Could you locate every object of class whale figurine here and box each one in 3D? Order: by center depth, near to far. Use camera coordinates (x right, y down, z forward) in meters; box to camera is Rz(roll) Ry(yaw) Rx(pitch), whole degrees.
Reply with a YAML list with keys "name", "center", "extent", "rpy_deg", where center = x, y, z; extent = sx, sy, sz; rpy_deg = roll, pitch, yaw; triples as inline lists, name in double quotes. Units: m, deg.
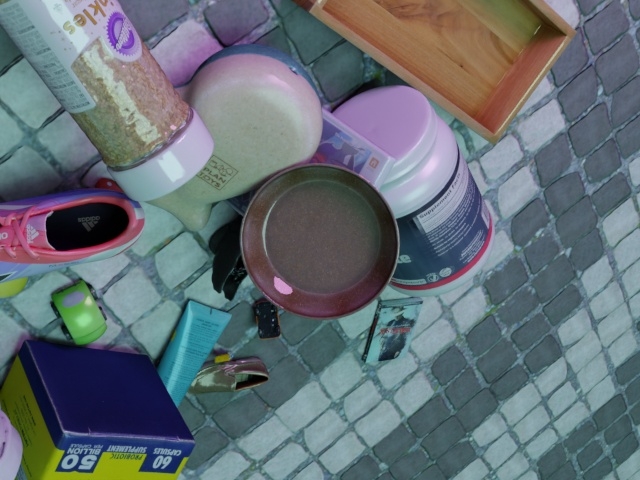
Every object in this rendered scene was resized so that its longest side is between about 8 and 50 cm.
- name: "whale figurine"
  center: [-0.116, -0.133, 1.276]
  extent: [0.216, 0.141, 0.272]
  rpy_deg: [32, 123, -22]

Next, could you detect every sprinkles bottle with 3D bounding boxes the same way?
- name: "sprinkles bottle"
  center: [-0.254, -0.208, 1.075]
  extent: [0.121, 0.121, 0.355]
  rpy_deg: [-37, 120, -7]

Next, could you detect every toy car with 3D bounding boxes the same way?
- name: "toy car"
  center: [-0.327, 0.058, 1.300]
  extent: [0.239, 0.053, 0.225]
  rpy_deg: [-28, 131, -15]
- name: "toy car"
  center: [-0.112, 0.136, 1.522]
  extent: [0.122, 0.060, 0.040]
  rpy_deg: [-26, 177, 5]

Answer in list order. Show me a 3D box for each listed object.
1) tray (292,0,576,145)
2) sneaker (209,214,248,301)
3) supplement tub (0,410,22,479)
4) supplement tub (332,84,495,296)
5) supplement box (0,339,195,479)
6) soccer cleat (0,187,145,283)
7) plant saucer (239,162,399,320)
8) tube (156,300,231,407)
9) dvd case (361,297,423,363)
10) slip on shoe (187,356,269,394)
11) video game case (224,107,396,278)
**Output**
- name: "tray"
  center: [0.163, -0.307, 1.366]
  extent: [0.411, 0.076, 0.203]
  rpy_deg: [27, 103, -41]
- name: "sneaker"
  center: [-0.094, -0.004, 1.388]
  extent: [0.170, 0.089, 0.051]
  rpy_deg: [-46, 134, 2]
- name: "supplement tub"
  center: [-0.497, 0.171, 1.072]
  extent: [0.235, 0.235, 0.325]
  rpy_deg: [-36, 123, -8]
- name: "supplement tub"
  center: [0.123, -0.065, 1.421]
  extent: [0.191, 0.191, 0.272]
  rpy_deg: [-39, 133, -5]
- name: "supplement box"
  center: [-0.355, 0.341, 1.367]
  extent: [0.194, 0.195, 0.356]
  rpy_deg: [13, 115, -39]
- name: "soccer cleat"
  center: [-0.361, -0.001, 1.160]
  extent: [0.318, 0.116, 0.108]
  rpy_deg: [-12, 89, -15]
- name: "plant saucer"
  center: [0.000, 0.000, 1.248]
  extent: [0.199, 0.036, 0.198]
  rpy_deg: [1, 102, 6]
- name: "tube"
  center: [-0.208, 0.187, 1.474]
  extent: [0.080, 0.052, 0.207]
  rpy_deg: [22, 101, -46]
- name: "dvd case"
  center: [0.121, 0.151, 1.689]
  extent: [0.087, 0.013, 0.119]
  rpy_deg: [-3, 120, -32]
- name: "slip on shoe"
  center: [-0.142, 0.213, 1.536]
  extent: [0.135, 0.041, 0.051]
  rpy_deg: [-5, 122, -31]
- name: "video game case"
  center: [-0.021, -0.079, 1.312]
  extent: [0.023, 0.201, 0.183]
  rpy_deg: [8, 116, -56]
